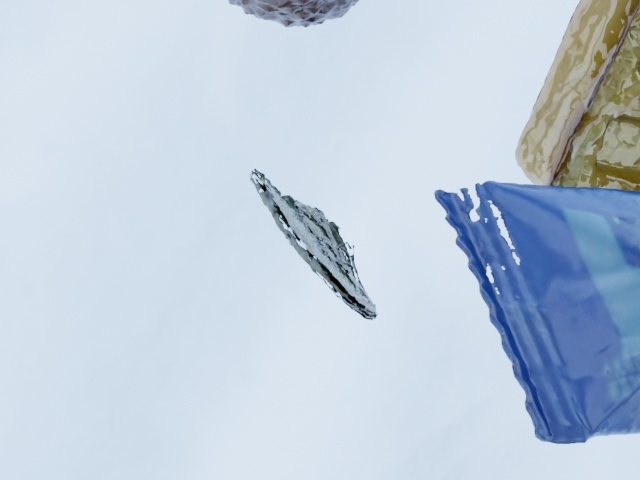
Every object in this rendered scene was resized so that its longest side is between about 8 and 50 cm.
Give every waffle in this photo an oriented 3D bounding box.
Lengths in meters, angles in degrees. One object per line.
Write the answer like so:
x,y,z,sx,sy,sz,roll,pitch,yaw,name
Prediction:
0.305,-0.163,1.142,0.077,0.304,0.348,33,105,49,waffle

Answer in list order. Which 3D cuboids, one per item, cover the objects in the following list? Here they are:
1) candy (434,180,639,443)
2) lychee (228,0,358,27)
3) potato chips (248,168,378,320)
0.239,0.040,0.893,0.077,0.331,0.187,113,151,-41,candy
-0.038,-0.344,1.573,0.260,0.260,0.261,1,93,16,lychee
-0.003,0.003,1.705,0.029,0.220,0.202,-41,90,10,potato chips
